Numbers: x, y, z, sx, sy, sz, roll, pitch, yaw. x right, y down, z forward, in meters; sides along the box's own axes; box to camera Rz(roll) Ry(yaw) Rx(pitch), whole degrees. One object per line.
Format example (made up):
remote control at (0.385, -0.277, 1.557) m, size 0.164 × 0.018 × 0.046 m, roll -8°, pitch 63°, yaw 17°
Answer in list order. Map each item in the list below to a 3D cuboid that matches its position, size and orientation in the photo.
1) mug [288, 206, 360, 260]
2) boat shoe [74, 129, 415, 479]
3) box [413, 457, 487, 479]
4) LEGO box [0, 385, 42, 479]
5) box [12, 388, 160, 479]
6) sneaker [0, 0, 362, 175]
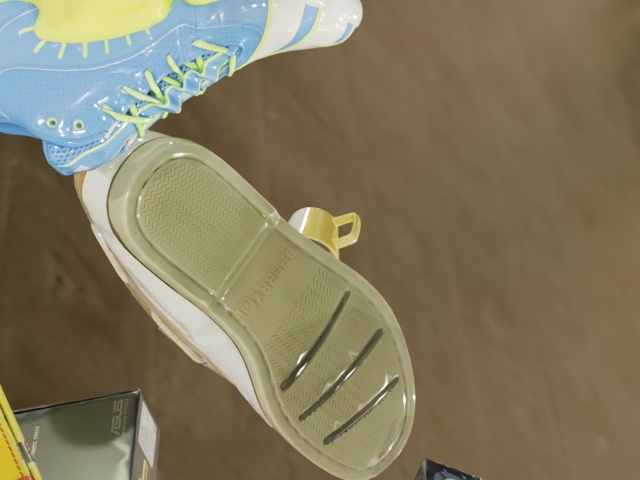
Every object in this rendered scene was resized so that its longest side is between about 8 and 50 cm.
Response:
mug at (-0.002, 0.003, 1.851) m, size 0.064 × 0.078 × 0.062 m, roll -77°, pitch 172°, yaw -52°
boat shoe at (-0.045, 0.037, 1.289) m, size 0.103 × 0.113 × 0.302 m, roll 22°, pitch -26°, yaw 54°
box at (0.100, 0.256, 1.306) m, size 0.147 × 0.180 × 0.077 m, roll 20°, pitch 25°, yaw -7°
LEGO box at (-0.445, 0.076, 1.303) m, size 0.372 × 0.193 × 0.500 m, roll -15°, pitch 70°, yaw -35°
box at (-0.227, 0.230, 1.550) m, size 0.232 × 0.183 × 0.059 m, roll -88°, pitch 162°, yaw -48°
sneaker at (-0.095, -0.096, 1.125) m, size 0.091 × 0.240 × 0.126 m, roll 18°, pitch 76°, yaw -73°
